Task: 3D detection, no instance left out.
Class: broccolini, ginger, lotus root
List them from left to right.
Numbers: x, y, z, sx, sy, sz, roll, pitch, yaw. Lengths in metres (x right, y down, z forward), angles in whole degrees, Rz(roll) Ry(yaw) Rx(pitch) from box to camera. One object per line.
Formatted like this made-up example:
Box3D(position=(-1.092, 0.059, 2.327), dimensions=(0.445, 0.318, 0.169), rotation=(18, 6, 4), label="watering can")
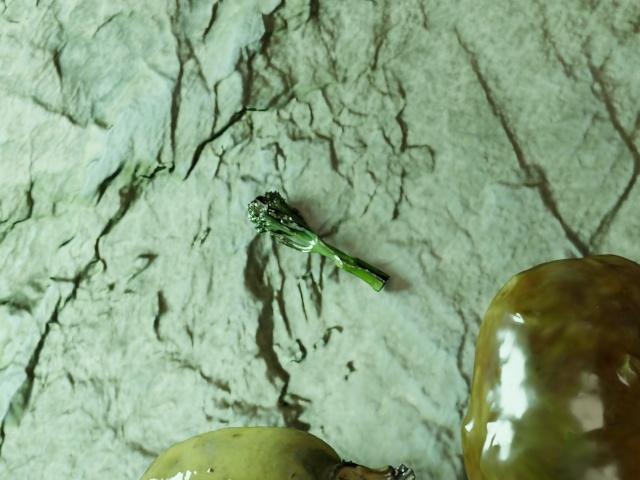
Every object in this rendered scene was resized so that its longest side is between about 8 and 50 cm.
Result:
Box3D(position=(-0.042, 0.193, 0.751), dimensions=(0.221, 0.118, 0.125), rotation=(-10, 84, 22), label="lotus root")
Box3D(position=(0.000, 0.000, 0.861), dimensions=(0.140, 0.030, 0.035), rotation=(29, 47, 24), label="broccolini")
Box3D(position=(0.184, 0.168, 0.641), dimensions=(0.172, 0.165, 0.321), rotation=(-28, 79, 3), label="ginger")
